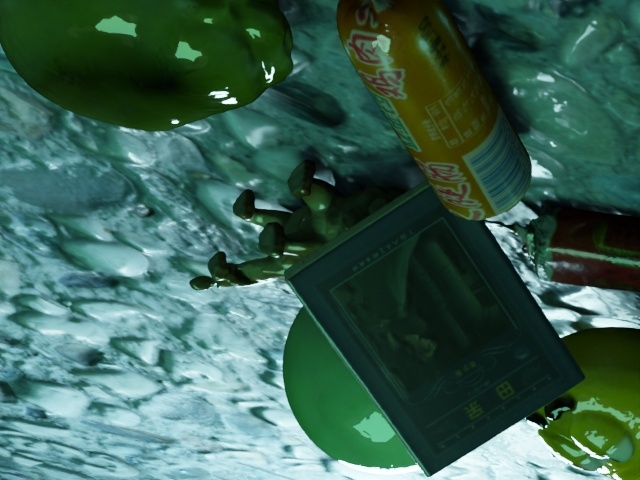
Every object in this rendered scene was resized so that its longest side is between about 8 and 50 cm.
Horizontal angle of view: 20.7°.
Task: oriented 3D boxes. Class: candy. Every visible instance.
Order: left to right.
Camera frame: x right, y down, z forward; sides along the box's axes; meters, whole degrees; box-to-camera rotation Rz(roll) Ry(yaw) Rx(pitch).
[{"bbox_3d":[0.287,0.012,1.684,0.292,0.059,0.086,8,154,16],"label":"candy"}]

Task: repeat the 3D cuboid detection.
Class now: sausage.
[{"bbox_3d":[0.089,-0.130,1.456,0.093,0.093,0.312,4,154,27],"label":"sausage"}]

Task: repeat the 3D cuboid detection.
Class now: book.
[{"bbox_3d":[0.114,0.084,1.711,0.191,0.025,0.269,-32,111,6],"label":"book"}]

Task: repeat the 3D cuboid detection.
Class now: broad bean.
[{"bbox_3d":[-0.150,-0.174,1.485,0.238,0.119,0.291,22,160,-36],"label":"broad bean"}]

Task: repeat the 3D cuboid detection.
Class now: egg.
[{"bbox_3d":[0.067,0.136,1.885,0.220,0.220,0.269,24,-176,-17],"label":"egg"}]

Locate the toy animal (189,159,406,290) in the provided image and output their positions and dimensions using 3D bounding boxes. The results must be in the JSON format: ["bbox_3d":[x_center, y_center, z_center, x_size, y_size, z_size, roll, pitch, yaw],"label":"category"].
[{"bbox_3d":[0.000,0.000,1.808,0.157,0.097,0.312,19,159,-22],"label":"toy animal"}]

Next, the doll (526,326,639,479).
[{"bbox_3d":[0.406,0.204,1.920,0.423,0.161,0.348,3,157,12],"label":"doll"}]
